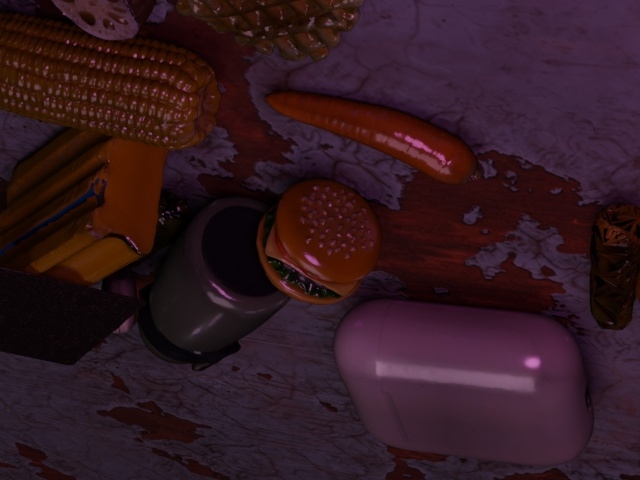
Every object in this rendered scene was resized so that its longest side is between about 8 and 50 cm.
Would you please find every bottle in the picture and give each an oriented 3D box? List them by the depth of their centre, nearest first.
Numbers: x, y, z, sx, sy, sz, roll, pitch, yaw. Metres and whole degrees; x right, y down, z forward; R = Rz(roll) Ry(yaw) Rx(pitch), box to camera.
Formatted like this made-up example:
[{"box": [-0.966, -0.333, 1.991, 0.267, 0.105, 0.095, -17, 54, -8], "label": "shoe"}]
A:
[{"box": [-0.153, 0.073, 2.020, 0.168, 0.169, 0.347, 26, 152, -11], "label": "bottle"}]

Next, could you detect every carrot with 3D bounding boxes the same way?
[{"box": [0.064, -0.131, 1.704, 0.271, 0.066, 0.062, 22, 104, 1], "label": "carrot"}, {"box": [0.360, 0.034, 1.784, 0.068, 0.069, 0.229, 10, 148, 14], "label": "carrot"}]

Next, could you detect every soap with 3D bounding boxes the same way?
[{"box": [-0.320, -0.038, 1.904, 0.096, 0.204, 0.324, 23, 151, -30], "label": "soap"}]

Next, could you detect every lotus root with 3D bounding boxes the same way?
[{"box": [-0.242, -0.284, 1.606, 0.112, 0.081, 0.122, 4, 145, 26], "label": "lotus root"}]

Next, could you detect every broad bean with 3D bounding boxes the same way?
[{"box": [-0.257, -0.006, 2.045, 0.077, 0.061, 0.339, 20, 151, -29], "label": "broad bean"}]

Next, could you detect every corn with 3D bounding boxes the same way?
[{"box": [-0.291, -0.193, 1.726, 0.344, 0.131, 0.131, 12, 147, 12], "label": "corn"}]

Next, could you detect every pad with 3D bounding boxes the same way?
[{"box": [-0.392, 0.107, 1.992, 0.220, 0.004, 0.330, 15, 155, -23], "label": "pad"}]

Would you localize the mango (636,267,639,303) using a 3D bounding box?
[{"box": [0.500, 0.067, 1.723, 0.262, 0.109, 0.157, 16, 138, -6], "label": "mango"}]

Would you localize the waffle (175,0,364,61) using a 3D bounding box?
[{"box": [-0.058, -0.267, 1.558, 0.207, 0.054, 0.214, 17, 154, -3], "label": "waffle"}]

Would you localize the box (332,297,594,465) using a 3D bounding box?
[{"box": [0.201, 0.199, 2.040, 0.348, 0.141, 0.289, 4, 146, 21], "label": "box"}]

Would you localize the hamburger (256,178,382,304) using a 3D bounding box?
[{"box": [0.000, 0.000, 1.841, 0.162, 0.162, 0.115, 28, 142, -13], "label": "hamburger"}]

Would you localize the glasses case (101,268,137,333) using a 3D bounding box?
[{"box": [-0.290, 0.083, 2.105, 0.051, 0.081, 0.204, -2, -174, -8], "label": "glasses case"}]
